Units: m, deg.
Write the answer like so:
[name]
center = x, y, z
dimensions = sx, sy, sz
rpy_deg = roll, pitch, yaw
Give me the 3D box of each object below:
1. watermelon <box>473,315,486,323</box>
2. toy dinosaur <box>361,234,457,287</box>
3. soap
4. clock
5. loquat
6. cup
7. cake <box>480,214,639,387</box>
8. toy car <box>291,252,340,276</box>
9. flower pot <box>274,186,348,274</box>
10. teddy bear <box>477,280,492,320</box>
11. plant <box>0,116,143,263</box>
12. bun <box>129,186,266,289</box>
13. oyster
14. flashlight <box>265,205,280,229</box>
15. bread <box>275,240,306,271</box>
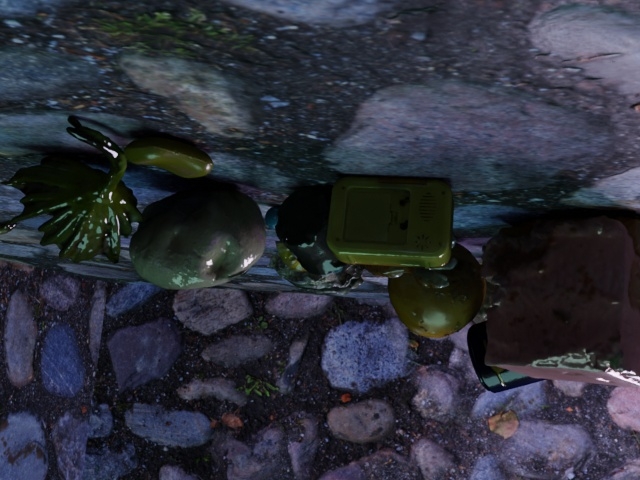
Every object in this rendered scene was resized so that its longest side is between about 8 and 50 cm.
[watermelon]
center = 0.550, 0.188, 2.352
dimensions = 0.310, 0.231, 0.193
rpy_deg = -8, -144, -35
[toy dinosaur]
center = 0.135, 0.008, 1.524
dimensions = 0.206, 0.092, 0.393
rpy_deg = -31, -151, -33
[soap]
center = -0.233, -0.129, 1.246
dimensions = 0.089, 0.045, 0.140
rpy_deg = -7, 165, 44
[clock]
center = 0.119, -0.031, 1.355
dimensions = 0.203, 0.143, 0.096
rpy_deg = 3, 165, 13
[loquat]
center = 0.274, 0.109, 1.897
dimensions = 0.235, 0.234, 0.235
rpy_deg = 5, 171, 1
[cup]
center = 0.463, 0.194, 1.816
dimensions = 0.257, 0.254, 0.178
rpy_deg = -19, 158, 19
[cake]
center = 0.487, 0.114, 1.543
dimensions = 0.314, 0.306, 0.293
rpy_deg = -3, 166, 42
[toy car]
center = 0.000, 0.000, 1.888
dimensions = 0.162, 0.098, 0.126
rpy_deg = 32, 145, 7
[flower pot]
center = -0.011, -0.026, 1.490
dimensions = 0.158, 0.157, 0.107
rpy_deg = -1, 157, 38
[teddy bear]
center = 0.631, 0.158, 2.099
dimensions = 0.368, 0.224, 0.357
rpy_deg = 10, -171, -39
[plant]
center = -0.371, -0.059, 1.328
dimensions = 0.251, 0.180, 0.334
rpy_deg = 15, 168, -34
[bun]
center = -0.233, -0.019, 1.538
dimensions = 0.273, 0.168, 0.273
rpy_deg = -8, -155, 4
[oyster]
center = -0.001, 0.085, 2.378
dimensions = 0.268, 0.112, 0.198
rpy_deg = 0, -165, -21
[flashlight]
center = -0.052, -0.043, 1.693
dimensions = 0.129, 0.051, 0.051
rpy_deg = 5, 172, -8
[bread]
center = -0.049, 0.035, 2.082
dimensions = 0.083, 0.094, 0.157
rpy_deg = 3, 164, 43
